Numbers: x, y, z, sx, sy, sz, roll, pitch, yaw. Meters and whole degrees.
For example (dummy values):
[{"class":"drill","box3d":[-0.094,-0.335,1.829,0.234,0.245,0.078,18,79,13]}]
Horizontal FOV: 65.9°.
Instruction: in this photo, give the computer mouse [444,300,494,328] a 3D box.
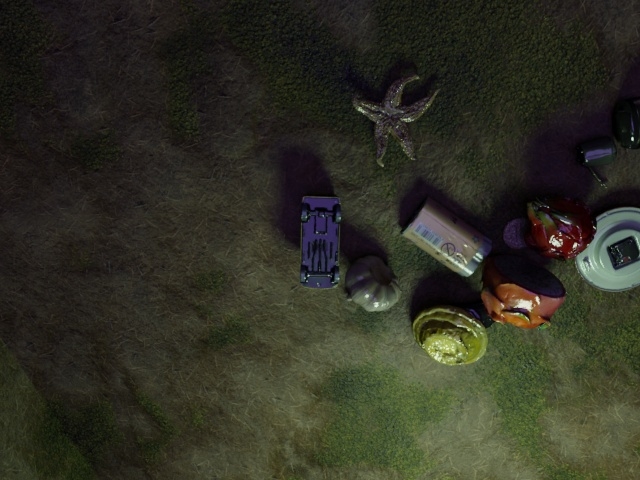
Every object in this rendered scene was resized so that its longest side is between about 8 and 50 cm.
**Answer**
[{"class":"computer mouse","box3d":[0.556,0.290,1.847,0.216,0.073,0.122,-9,104,9]}]

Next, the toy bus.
[{"class":"toy bus","box3d":[0.000,0.000,1.761,0.144,0.151,0.332,1,104,-3]}]

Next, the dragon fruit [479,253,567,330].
[{"class":"dragon fruit","box3d":[0.685,0.192,1.707,0.290,0.291,0.190,13,115,0]}]

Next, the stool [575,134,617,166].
[{"class":"stool","box3d":[0.917,-0.293,1.645,0.110,0.096,0.096,-12,105,13]}]

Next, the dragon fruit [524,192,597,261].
[{"class":"dragon fruit","box3d":[0.778,-0.050,1.650,0.292,0.234,0.234,22,107,-21]}]

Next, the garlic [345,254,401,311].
[{"class":"garlic","box3d":[0.169,0.180,1.802,0.218,0.219,0.212,37,134,-7]}]

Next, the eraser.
[{"class":"eraser","box3d":[0.449,-0.008,1.763,0.290,0.087,0.171,34,107,-5]}]

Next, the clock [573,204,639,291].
[{"class":"clock","box3d":[1.053,0.032,1.735,0.318,0.080,0.319,1,106,4]}]

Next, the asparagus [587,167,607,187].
[{"class":"asparagus","box3d":[0.949,-0.223,1.701,0.014,0.015,0.114,-41,99,12]}]

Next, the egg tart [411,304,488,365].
[{"class":"egg tart","box3d":[0.464,0.368,1.811,0.290,0.115,0.291,14,130,18]}]

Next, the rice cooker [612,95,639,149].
[{"class":"rice cooker","box3d":[1.019,-0.381,1.602,0.106,0.112,0.166,-20,104,3]}]

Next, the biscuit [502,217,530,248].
[{"class":"biscuit","box3d":[0.714,-0.025,1.774,0.120,0.015,0.120,1,105,4]}]

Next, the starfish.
[{"class":"starfish","box3d":[0.256,-0.405,1.673,0.298,0.060,0.303,-3,100,-2]}]
